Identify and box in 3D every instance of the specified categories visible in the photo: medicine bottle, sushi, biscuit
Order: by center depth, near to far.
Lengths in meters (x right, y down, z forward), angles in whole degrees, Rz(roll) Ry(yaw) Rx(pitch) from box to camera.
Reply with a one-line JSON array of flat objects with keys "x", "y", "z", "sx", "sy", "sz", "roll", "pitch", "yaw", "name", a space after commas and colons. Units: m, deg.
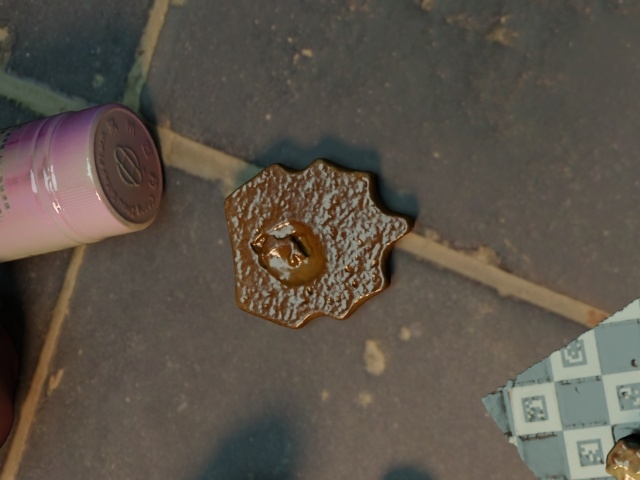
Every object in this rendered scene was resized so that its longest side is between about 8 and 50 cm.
[{"x": 0.330, "y": 0.187, "z": 1.268, "sx": 0.290, "sy": 0.050, "sz": 0.264, "roll": -39, "pitch": 74, "yaw": 21, "name": "sushi"}, {"x": 0.001, "y": 0.000, "z": 1.432, "sx": 0.215, "sy": 0.034, "sz": 0.182, "roll": -9, "pitch": 87, "yaw": 23, "name": "biscuit"}, {"x": -0.323, "y": -0.060, "z": 1.521, "sx": 0.254, "sy": 0.152, "sz": 0.152, "roll": -11, "pitch": 85, "yaw": 25, "name": "medicine bottle"}]

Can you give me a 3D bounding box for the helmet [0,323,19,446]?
[{"x": -0.469, "y": 0.181, "z": 1.565, "sx": 0.271, "sy": 0.197, "sz": 0.338, "roll": 44, "pitch": 101, "yaw": 27, "name": "helmet"}]
